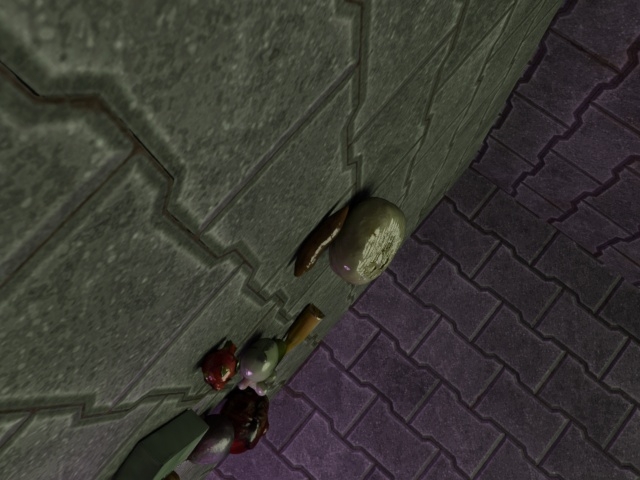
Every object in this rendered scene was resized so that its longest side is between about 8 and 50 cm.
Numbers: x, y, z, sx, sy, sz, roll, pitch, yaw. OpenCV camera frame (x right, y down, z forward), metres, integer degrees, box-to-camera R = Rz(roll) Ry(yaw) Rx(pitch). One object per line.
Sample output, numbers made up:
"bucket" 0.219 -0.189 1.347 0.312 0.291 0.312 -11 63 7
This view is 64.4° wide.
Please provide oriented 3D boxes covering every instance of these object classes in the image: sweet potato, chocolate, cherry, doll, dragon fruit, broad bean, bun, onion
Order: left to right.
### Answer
"cherry" -0.368 0.657 1.668 0.176 0.140 0.176 -24 143 -19
"dragon fruit" -0.234 0.294 1.208 0.116 0.086 0.081 -55 131 -17
"onion" -0.280 0.656 1.856 0.246 0.190 0.246 23 90 -86
"doll" -0.195 0.381 1.560 0.155 0.113 0.275 -53 164 -33
"broad bean" -0.187 0.420 1.774 0.174 0.082 0.124 -57 171 -20
"chocolate" -0.080 0.344 1.940 0.219 0.085 0.085 -50 169 17
"sweet potato" -0.001 0.000 1.240 0.218 0.051 0.065 -53 164 6
"bun" 0.123 -0.003 1.429 0.273 0.168 0.273 -42 153 -28

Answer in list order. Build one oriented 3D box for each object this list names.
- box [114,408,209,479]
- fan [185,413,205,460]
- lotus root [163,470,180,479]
"box" -0.405 0.548 1.323 0.129 0.086 0.225 -54 168 12
"fan" -0.426 0.623 1.527 0.226 0.008 0.152 -40 -156 25
"lotus root" -0.496 0.761 1.559 0.221 0.125 0.118 116 -23 -63
